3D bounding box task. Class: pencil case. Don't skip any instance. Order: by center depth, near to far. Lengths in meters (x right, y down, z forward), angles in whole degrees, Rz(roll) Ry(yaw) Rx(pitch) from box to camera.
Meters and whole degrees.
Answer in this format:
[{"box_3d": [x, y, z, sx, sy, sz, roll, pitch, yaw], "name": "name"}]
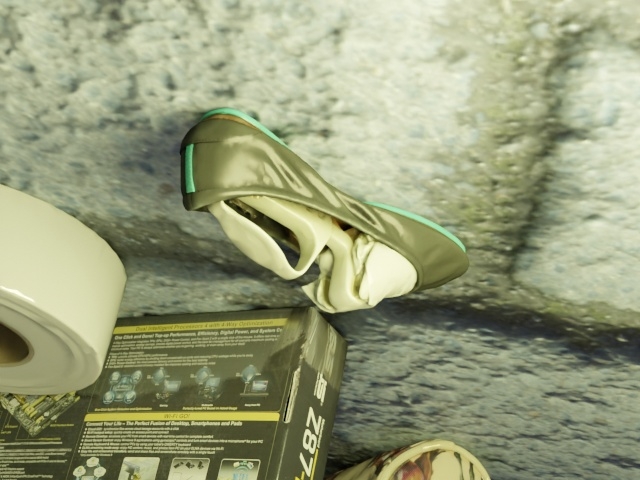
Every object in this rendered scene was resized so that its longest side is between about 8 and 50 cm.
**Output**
[{"box_3d": [0.046, 0.374, 1.640, 0.160, 0.183, 0.410, 22, 151, -20], "name": "pencil case"}]

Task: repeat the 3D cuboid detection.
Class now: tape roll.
[{"box_3d": [-0.336, 0.048, 1.274, 0.286, 0.100, 0.286, 9, 153, 5], "name": "tape roll"}]

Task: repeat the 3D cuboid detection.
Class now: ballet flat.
[{"box_3d": [0.000, 0.000, 1.056, 0.280, 0.096, 0.095, 28, 148, -27], "name": "ballet flat"}]

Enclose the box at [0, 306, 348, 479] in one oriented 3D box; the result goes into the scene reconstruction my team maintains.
[{"box_3d": [-0.189, 0.229, 1.319, 0.395, 0.318, 0.097, -5, 148, 27], "name": "box"}]
